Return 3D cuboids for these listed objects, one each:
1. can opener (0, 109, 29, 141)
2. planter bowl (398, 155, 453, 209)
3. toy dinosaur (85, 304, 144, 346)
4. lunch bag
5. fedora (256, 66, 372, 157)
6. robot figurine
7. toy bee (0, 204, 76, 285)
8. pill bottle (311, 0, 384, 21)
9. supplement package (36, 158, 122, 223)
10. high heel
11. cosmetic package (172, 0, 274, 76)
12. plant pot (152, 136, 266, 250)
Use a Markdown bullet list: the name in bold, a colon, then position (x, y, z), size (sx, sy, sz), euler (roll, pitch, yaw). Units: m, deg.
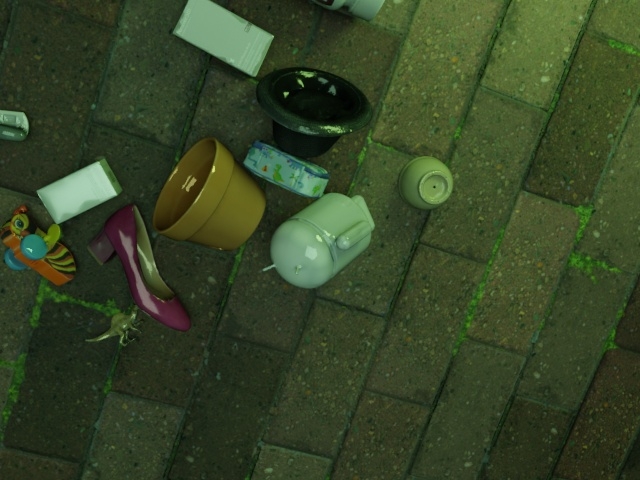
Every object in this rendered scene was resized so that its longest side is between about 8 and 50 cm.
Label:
- **can opener**: position (-0.903, -0.309, 1.679), size (0.281, 0.093, 0.074), euler (6, 102, -5)
- **planter bowl**: position (0.318, -0.161, 1.885), size (0.162, 0.109, 0.161), euler (-2, 102, -8)
- **toy dinosaur**: position (-0.579, 0.259, 1.879), size (0.183, 0.053, 0.092), euler (-38, 90, -7)
- **lunch bag**: position (-0.089, -0.194, 1.764), size (0.219, 0.176, 0.090), euler (27, 98, 12)
- **fedora**: position (-0.028, -0.328, 1.733), size (0.334, 0.334, 0.152), euler (13, 130, -11)
- **robot figurine**: position (0.000, 0.000, 1.778), size (0.353, 0.300, 0.199), euler (-37, 106, -40)
- **toy bee**: position (-0.778, -0.010, 1.729), size (0.196, 0.162, 0.298), euler (-11, 143, 12)
- **pill bottle**: position (-0.007, -0.732, 1.650), size (0.393, 0.224, 0.224), euler (22, 98, -13)
- **supplement package**: position (-0.646, -0.134, 1.745), size (0.179, 0.105, 0.105), euler (-27, 105, -3)
- **high heel**: position (-0.463, 0.083, 1.804), size (0.181, 0.127, 0.377), euler (-42, 102, 13)
- **cosmetic package**: position (-0.258, -0.544, 1.716), size (0.238, 0.107, 0.127), euler (23, 101, -16)
- **plant pot**: position (-0.283, -0.102, 1.733), size (0.204, 0.291, 0.290), euler (32, 96, -30)
